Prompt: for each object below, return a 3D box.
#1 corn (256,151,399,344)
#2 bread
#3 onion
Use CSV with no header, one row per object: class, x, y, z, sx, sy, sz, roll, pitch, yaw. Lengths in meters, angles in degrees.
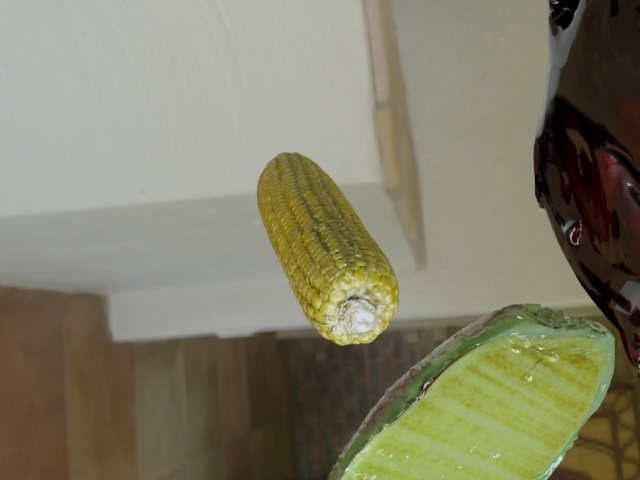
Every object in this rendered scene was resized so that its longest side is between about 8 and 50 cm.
corn,0.000,0.000,0.740,0.203,0.072,0.072,-119,-164,-55
bread,0.114,0.166,0.834,0.045,0.301,0.301,47,-20,38
onion,0.228,-0.068,0.559,0.281,0.221,0.281,-22,116,-56
